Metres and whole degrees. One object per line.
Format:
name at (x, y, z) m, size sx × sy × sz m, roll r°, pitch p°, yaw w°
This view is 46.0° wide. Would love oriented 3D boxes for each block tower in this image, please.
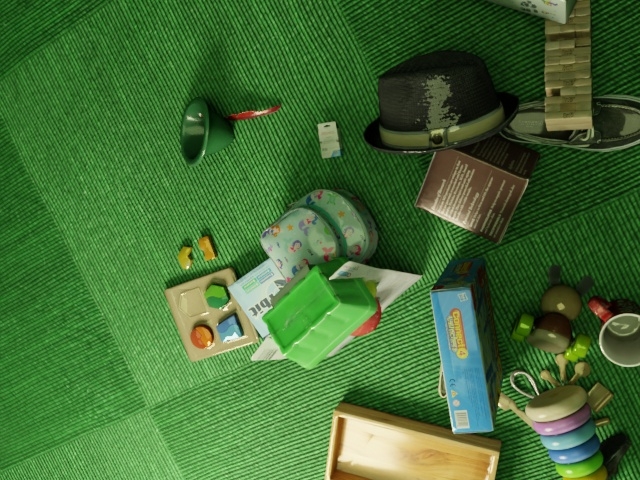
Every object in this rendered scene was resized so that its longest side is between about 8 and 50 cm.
block tower at (0.504, -0.386, 1.531) m, size 0.097 × 0.091 × 0.336 m, roll 0°, pitch 76°, yaw 22°

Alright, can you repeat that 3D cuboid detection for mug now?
mug at (0.648, 0.172, 1.614) m, size 0.113 × 0.169 × 0.150 m, roll -19°, pitch 93°, yaw 21°

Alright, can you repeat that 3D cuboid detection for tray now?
tray at (0.225, 0.551, 1.876) m, size 0.410 × 0.076 × 0.203 m, roll 10°, pitch 103°, yaw 15°

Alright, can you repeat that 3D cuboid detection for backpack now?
backpack at (0.000, 0.000, 1.789) m, size 0.253 × 0.191 × 0.225 m, roll -37°, pitch 80°, yaw 16°

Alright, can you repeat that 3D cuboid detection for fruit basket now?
fruit basket at (0.040, 0.160, 1.730) m, size 0.327 × 0.353 × 0.165 m, roll -45°, pitch 68°, yaw 21°

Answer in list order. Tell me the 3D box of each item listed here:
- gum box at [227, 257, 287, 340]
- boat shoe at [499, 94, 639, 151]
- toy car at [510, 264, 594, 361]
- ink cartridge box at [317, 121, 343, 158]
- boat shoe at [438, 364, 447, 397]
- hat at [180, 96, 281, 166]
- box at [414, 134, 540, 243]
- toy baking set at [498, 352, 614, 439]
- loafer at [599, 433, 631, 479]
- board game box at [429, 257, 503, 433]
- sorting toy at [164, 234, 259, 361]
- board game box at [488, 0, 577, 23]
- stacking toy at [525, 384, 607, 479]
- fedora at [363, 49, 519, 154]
gum box at (-0.119, 0.149, 1.915) m, size 0.157 × 0.041 × 0.184 m, roll -35°, pitch 90°, yaw 12°
boat shoe at (0.542, -0.242, 1.596) m, size 0.334 × 0.119 × 0.121 m, roll -2°, pitch 100°, yaw 18°
toy car at (0.535, 0.153, 1.692) m, size 0.154 × 0.149 × 0.189 m, roll 20°, pitch 77°, yaw 11°
ink cartridge box at (0.024, -0.242, 1.814) m, size 0.048 × 0.028 × 0.083 m, roll -5°, pitch 99°, yaw 19°
boat shoe at (0.311, 0.312, 1.818) m, size 0.049 × 0.043 × 0.137 m, roll 14°, pitch 103°, yaw 17°
hat at (-0.232, -0.266, 1.897) m, size 0.208 × 0.183 × 0.173 m, roll 13°, pitch 100°, yaw 58°
box at (0.343, -0.131, 1.639) m, size 0.203 × 0.168 × 0.167 m, roll 25°, pitch 124°, yaw 12°
toy baking set at (0.545, 0.374, 1.762) m, size 0.256 × 0.030 × 0.197 m, roll -26°, pitch 86°, yaw 14°
loafer at (0.661, 0.515, 1.740) m, size 0.061 × 0.062 × 0.170 m, roll 30°, pitch 114°, yaw -10°
board game box at (0.328, 0.218, 1.657) m, size 0.086 × 0.302 × 0.309 m, roll -8°, pitch 98°, yaw 19°
sorting toy at (-0.309, 0.155, 1.991) m, size 0.228 × 0.041 × 0.308 m, roll -19°, pitch 94°, yaw 20°
board game box at (0.399, -0.597, 1.523) m, size 0.303 × 0.097 × 0.224 m, roll 26°, pitch 85°, yaw 23°
stacking toy at (0.582, 0.497, 1.675) m, size 0.141 × 0.141 × 0.331 m, roll -24°, pitch 89°, yaw 21°
fedora at (0.239, -0.304, 1.575) m, size 0.333 × 0.334 × 0.153 m, roll -7°, pitch 118°, yaw 19°
